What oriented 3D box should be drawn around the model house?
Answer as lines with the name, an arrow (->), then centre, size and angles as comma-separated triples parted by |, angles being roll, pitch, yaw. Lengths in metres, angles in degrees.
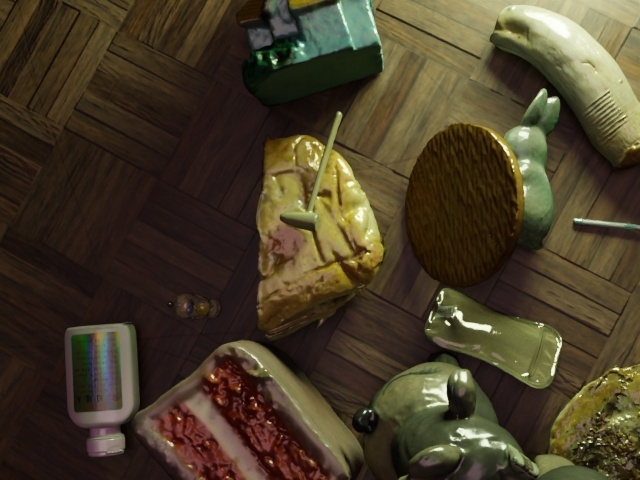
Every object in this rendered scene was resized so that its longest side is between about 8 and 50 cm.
model house -> -0.035, -0.377, 1.450 | 0.230, 0.280, 0.248 | -18, 88, 4

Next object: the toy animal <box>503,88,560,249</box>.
toy animal -> 0.327, -0.117, 1.475 | 0.125, 0.127, 0.251 | 9, 76, 33

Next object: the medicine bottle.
medicine bottle -> -0.366, 0.250, 1.530 | 0.115, 0.078, 0.219 | -5, 84, 4

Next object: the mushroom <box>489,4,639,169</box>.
mushroom -> 0.424, -0.259, 1.480 | 0.123, 0.095, 0.351 | -45, 79, 18

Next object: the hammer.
hammer -> -0.008, -0.111, 1.399 | 0.060, 0.028, 0.195 | 14, 78, 13

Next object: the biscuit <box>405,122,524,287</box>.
biscuit -> 0.226, -0.056, 1.433 | 0.037, 0.262, 0.261 | 3, 83, -34

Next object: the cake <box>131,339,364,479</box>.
cake -> -0.100, 0.323, 1.420 | 0.237, 0.230, 0.309 | -42, 82, 4

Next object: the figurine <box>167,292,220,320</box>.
figurine -> -0.214, 0.114, 1.541 | 0.083, 0.050, 0.047 | 1, 90, 7

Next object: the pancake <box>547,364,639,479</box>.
pancake -> 0.528, 0.356, 1.420 | 0.356, 0.065, 0.355 | 0, 87, 7

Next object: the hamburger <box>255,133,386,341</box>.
hamburger -> 0.002, 0.000, 1.469 | 0.209, 0.162, 0.329 | 0, 79, 3

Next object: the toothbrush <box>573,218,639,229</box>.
toothbrush -> 0.499, -0.023, 1.486 | 0.167, 0.014, 0.011 | 6, 86, 9

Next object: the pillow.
pillow -> 0.278, 0.154, 1.457 | 0.218, 0.033, 0.130 | 22, 50, 6

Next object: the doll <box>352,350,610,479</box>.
doll -> 0.224, 0.340, 1.336 | 0.379, 0.382, 0.252 | 38, 97, -9
